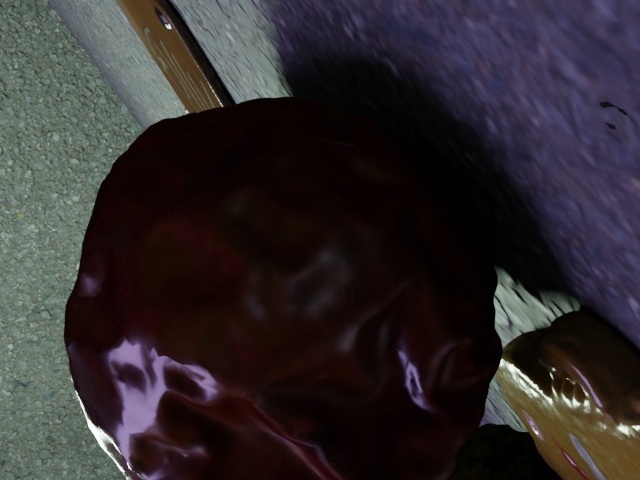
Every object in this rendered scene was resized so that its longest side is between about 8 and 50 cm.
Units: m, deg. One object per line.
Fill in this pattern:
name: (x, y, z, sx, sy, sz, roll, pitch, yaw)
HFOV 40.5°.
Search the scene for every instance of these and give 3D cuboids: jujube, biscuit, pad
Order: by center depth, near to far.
biscuit: (0.147, 0.110, 0.400, 0.184, 0.035, 0.249, 54, 173, -6)
jujube: (-0.034, 0.016, 0.487, 0.216, 0.216, 0.342, 55, 180, -19)
pad: (-0.138, -0.166, 0.936, 0.284, 0.018, 0.286, 44, 167, 52)

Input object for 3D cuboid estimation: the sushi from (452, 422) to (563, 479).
sushi: (0.115, 0.305, 0.531, 0.352, 0.294, 0.178, 48, 168, 47)
